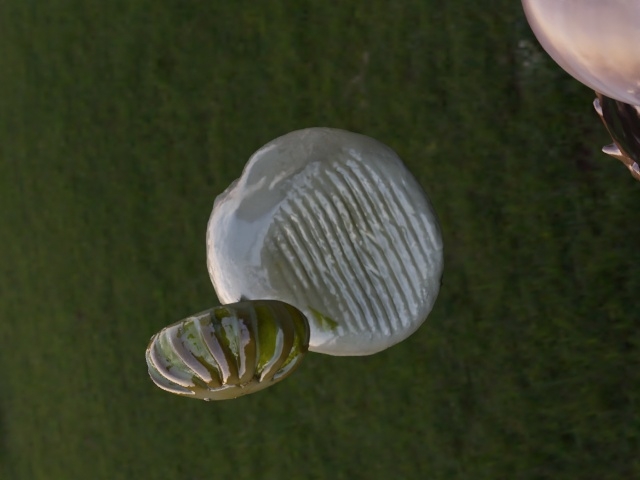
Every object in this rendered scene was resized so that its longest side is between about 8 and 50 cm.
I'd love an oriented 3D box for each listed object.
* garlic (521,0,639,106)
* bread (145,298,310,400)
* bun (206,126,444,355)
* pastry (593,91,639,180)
[{"bbox_3d":[0.193,-0.163,0.655,0.160,0.191,0.214,13,70,34],"label":"garlic"},{"bbox_3d":[-0.079,0.096,1.314,0.094,0.157,0.083,118,141,-53],"label":"bread"},{"bbox_3d":[0.000,0.000,1.500,0.160,0.259,0.259,-165,72,-71],"label":"bun"},{"bbox_3d":[0.350,-0.133,0.981,0.337,0.405,0.292,-7,100,29],"label":"pastry"}]
